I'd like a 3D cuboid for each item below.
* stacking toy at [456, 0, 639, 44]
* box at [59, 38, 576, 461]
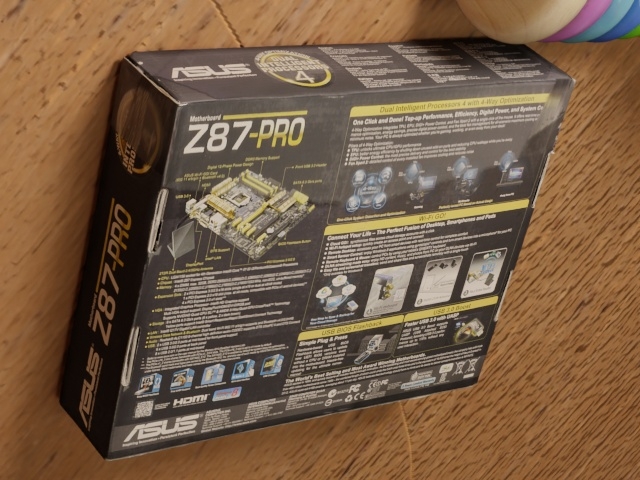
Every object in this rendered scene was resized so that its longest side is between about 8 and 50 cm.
[{"bbox_3d":[0.262,-0.217,1.433,0.330,0.141,0.141,3,118,-45],"label":"stacking toy"},{"bbox_3d":[0.000,0.000,1.399,0.395,0.097,0.318,-8,126,-35],"label":"box"}]
